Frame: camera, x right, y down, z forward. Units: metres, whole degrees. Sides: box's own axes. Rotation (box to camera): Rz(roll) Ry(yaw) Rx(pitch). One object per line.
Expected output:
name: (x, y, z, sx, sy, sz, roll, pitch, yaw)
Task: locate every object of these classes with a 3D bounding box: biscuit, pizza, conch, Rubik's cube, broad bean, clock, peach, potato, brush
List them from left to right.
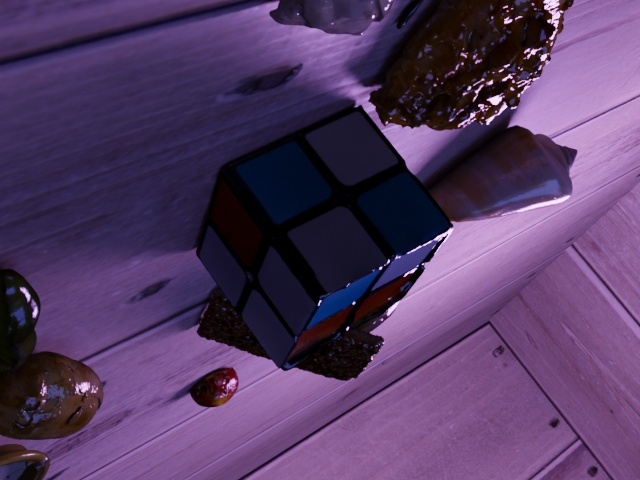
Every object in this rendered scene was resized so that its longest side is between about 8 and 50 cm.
clock: (-0.438, 0.306, 1.138, 0.237, 0.057, 0.237, -34, 163, -12)
broad bean: (-0.276, 0.082, 0.846, 0.061, 0.046, 0.195, -26, 163, -43)
potato: (-0.290, 0.166, 1.007, 0.107, 0.080, 0.170, -23, 166, -2)
peach: (-0.169, 0.246, 1.576, 0.077, 0.050, 0.083, -41, 168, 19)
biscuit: (-0.041, 0.128, 1.247, 0.131, 0.231, 0.025, 121, -16, -55)
Rubik's cube: (0.000, -0.001, 0.977, 0.183, 0.167, 0.180, -30, 162, -27)
brush: (0.091, -0.217, 0.838, 0.024, 0.008, 0.083, -24, 160, -49)
pizza: (0.154, -0.175, 0.965, 0.226, 0.086, 0.335, -36, 167, -7)
conch: (0.254, -0.100, 1.406, 0.255, 0.127, 0.158, -12, -169, -8)

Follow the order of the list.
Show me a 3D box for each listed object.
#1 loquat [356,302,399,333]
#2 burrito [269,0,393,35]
loquat: (0.038, 0.061, 1.300, 0.195, 0.152, 0.152, -26, 166, 5)
burrito: (0.050, -0.229, 0.613, 0.082, 0.059, 0.275, -8, 151, -33)
